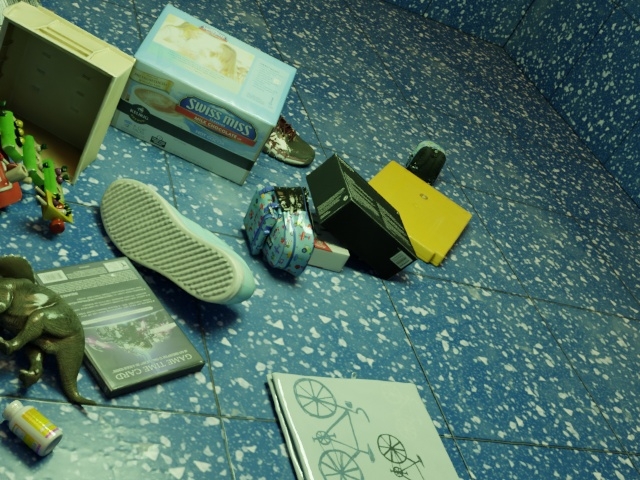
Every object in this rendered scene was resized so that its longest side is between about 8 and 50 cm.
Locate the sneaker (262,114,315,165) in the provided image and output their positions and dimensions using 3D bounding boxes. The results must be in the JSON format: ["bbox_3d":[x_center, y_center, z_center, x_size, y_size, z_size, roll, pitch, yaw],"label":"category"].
[{"bbox_3d":[-0.118,-0.316,2.133,0.281,0.162,0.106,26,31,-8],"label":"sneaker"}]

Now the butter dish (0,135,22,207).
[{"bbox_3d":[-0.639,-0.118,1.455,0.160,0.118,0.159,-35,109,-61],"label":"butter dish"}]

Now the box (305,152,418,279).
[{"bbox_3d":[0.096,-0.054,1.916,0.261,0.103,0.184,40,24,-36],"label":"box"}]

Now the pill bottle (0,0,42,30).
[{"bbox_3d":[-0.774,-0.516,1.885,0.130,0.130,0.246,43,33,19],"label":"pill bottle"}]

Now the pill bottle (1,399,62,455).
[{"bbox_3d":[-0.410,0.264,1.163,0.083,0.043,0.043,37,31,9],"label":"pill bottle"}]

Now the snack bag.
[{"bbox_3d":[0.092,0.369,1.457,0.343,0.037,0.323,9,38,-32],"label":"snack bag"}]

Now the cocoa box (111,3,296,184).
[{"bbox_3d":[-0.269,-0.339,1.924,0.347,0.228,0.231,25,47,-10],"label":"cocoa box"}]

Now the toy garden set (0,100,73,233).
[{"bbox_3d":[-0.528,-0.146,1.498,0.244,0.049,0.203,61,4,-48],"label":"toy garden set"}]

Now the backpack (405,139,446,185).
[{"bbox_3d":[0.318,-0.241,2.451,0.105,0.114,0.084,25,31,-8],"label":"backpack"}]

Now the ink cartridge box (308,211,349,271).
[{"bbox_3d":[0.000,0.000,1.884,0.099,0.056,0.135,15,35,-26],"label":"ink cartridge box"}]

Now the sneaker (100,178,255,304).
[{"bbox_3d":[-0.276,0.016,1.593,0.366,0.135,0.150,39,0,23],"label":"sneaker"}]

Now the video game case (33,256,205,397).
[{"bbox_3d":[-0.349,0.139,1.415,0.196,0.026,0.274,-10,51,-48],"label":"video game case"}]

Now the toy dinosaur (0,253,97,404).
[{"bbox_3d":[-0.443,0.124,1.266,0.314,0.121,0.160,33,43,11],"label":"toy dinosaur"}]

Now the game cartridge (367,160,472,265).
[{"bbox_3d":[0.248,-0.077,2.225,0.285,0.052,0.324,36,33,8],"label":"game cartridge"}]

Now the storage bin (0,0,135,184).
[{"bbox_3d":[-0.543,-0.299,1.644,0.260,0.262,0.123,29,30,-4],"label":"storage bin"}]

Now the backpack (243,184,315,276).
[{"bbox_3d":[-0.083,-0.013,1.750,0.117,0.158,0.173,3,52,-26],"label":"backpack"}]

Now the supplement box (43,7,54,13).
[{"bbox_3d":[-0.718,-0.558,2.083,0.062,0.036,0.098,19,33,-19],"label":"supplement box"}]
